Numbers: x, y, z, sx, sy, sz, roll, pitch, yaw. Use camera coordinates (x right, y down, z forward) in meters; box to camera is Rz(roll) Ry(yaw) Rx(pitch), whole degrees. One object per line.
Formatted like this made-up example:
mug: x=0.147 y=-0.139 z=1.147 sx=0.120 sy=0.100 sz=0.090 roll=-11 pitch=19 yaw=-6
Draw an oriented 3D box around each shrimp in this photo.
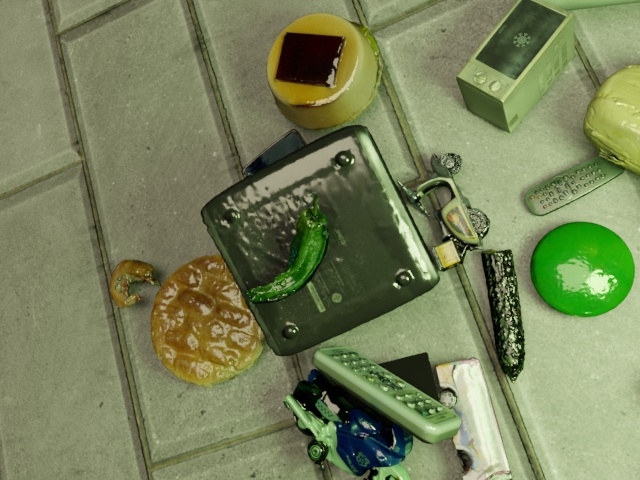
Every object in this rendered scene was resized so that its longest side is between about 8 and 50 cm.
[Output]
shrimp: x=-0.490 y=0.114 z=1.653 sx=0.188 sy=0.052 sz=0.132 roll=-2 pitch=80 yaw=39

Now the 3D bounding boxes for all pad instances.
pad: x=0.148 y=0.352 z=1.396 sx=0.265 sy=0.009 sz=0.159 roll=-23 pitch=71 yaw=35

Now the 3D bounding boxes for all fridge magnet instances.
fridge magnet: x=0.557 y=0.061 z=1.346 sx=0.208 sy=0.088 sz=0.207 roll=-3 pitch=78 yaw=15

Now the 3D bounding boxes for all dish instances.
dish: x=-0.059 y=-0.131 z=1.576 sx=0.182 sy=0.080 sz=0.243 roll=-37 pitch=73 yaw=8

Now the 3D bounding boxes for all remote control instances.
remote control: x=0.129 y=0.321 z=1.326 sx=0.335 sy=0.128 sz=0.065 roll=26 pitch=101 yaw=38
remote control: x=0.568 y=-0.126 z=1.409 sx=0.222 sy=0.042 sz=0.072 roll=-27 pitch=70 yaw=11

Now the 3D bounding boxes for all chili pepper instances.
chili pepper: x=-0.044 y=0.015 z=1.228 sx=0.065 sy=0.122 sz=0.278 roll=46 pitch=121 yaw=32

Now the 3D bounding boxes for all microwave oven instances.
microwave oven: x=0.444 y=-0.397 z=1.431 sx=0.145 sy=0.194 sz=0.240 roll=39 pitch=91 yaw=25

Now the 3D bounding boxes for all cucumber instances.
cucumber: x=0.405 y=0.160 z=1.380 sx=0.072 sy=0.072 sz=0.299 roll=-7 pitch=78 yaw=15

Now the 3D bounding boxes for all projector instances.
projector: x=0.000 y=0.000 z=1.391 sx=0.406 sy=0.242 sz=0.394 roll=-26 pitch=95 yaw=9

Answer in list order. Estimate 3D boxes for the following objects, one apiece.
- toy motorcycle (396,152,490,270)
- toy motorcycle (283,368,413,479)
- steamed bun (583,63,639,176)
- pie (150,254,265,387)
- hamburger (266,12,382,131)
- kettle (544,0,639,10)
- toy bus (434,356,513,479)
toy motorcycle: x=0.291 y=-0.077 z=1.457 sx=0.157 sy=0.091 sz=0.262 roll=-26 pitch=74 yaw=15
toy motorcycle: x=0.073 y=0.416 z=1.368 sx=0.331 sy=0.125 sz=0.196 roll=38 pitch=108 yaw=27
steamed bun: x=0.688 y=-0.249 z=1.333 sx=0.232 sy=0.166 sz=0.273 roll=30 pitch=58 yaw=27
pie: x=-0.275 y=0.195 z=1.573 sx=0.340 sy=0.083 sz=0.339 roll=-3 pitch=80 yaw=15
hamburger: x=0.009 y=-0.420 z=1.577 sx=0.302 sy=0.170 sz=0.301 roll=-4 pitch=80 yaw=20
kettle: x=0.621 y=-0.656 z=1.430 sx=0.318 sy=0.205 sz=0.264 roll=-4 pitch=80 yaw=19
toy bus: x=0.321 y=0.392 z=1.343 sx=0.113 sy=0.090 sz=0.273 roll=-15 pitch=75 yaw=9
